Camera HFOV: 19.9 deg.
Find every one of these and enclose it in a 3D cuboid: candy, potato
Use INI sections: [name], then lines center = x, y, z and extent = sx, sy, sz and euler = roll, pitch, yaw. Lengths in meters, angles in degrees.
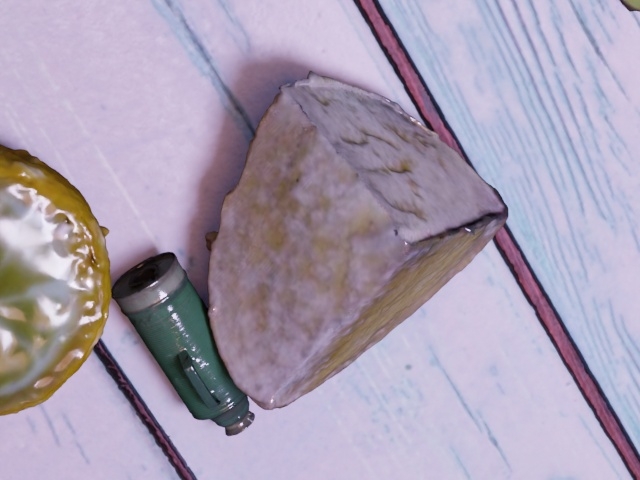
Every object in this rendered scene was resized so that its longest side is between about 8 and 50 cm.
[candy]
center = -0.316, 0.038, 1.656
extent = 0.260, 0.118, 0.260
euler = -4, 109, -12
[potato]
center = 0.007, 0.000, 1.748
extent = 0.211, 0.189, 0.264
euler = 46, 114, 15

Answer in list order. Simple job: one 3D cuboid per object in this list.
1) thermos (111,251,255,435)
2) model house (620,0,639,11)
[thermos]
center = -0.119, 0.106, 1.744
extent = 0.073, 0.083, 0.187
euler = -42, 114, -25
[model house]
center = 0.371, -0.324, 1.677
extent = 0.205, 0.279, 0.218
euler = -42, 112, -5
